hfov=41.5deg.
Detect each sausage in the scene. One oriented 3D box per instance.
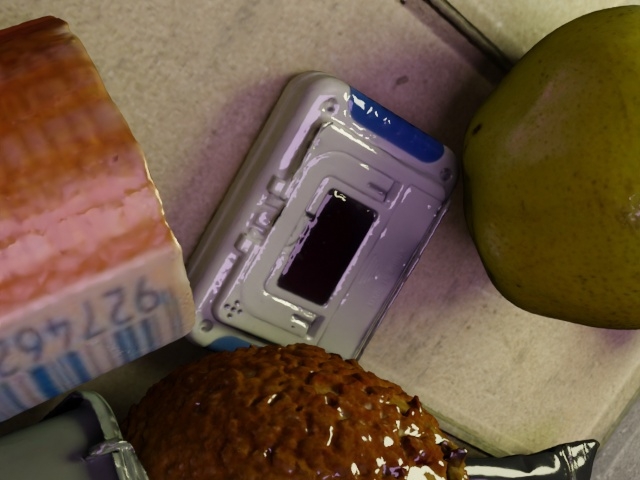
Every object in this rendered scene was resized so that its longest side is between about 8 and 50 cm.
[{"bbox_3d":[-0.251,0.015,0.528,0.287,0.233,0.233,-26,118,-15],"label":"sausage"}]

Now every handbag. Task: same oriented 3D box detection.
[{"bbox_3d":[0.201,0.337,0.950,0.211,0.089,0.254,-1,111,-19],"label":"handbag"}]

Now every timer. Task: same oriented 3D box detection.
[{"bbox_3d":[0.000,0.000,0.730,0.178,0.078,0.253,25,98,-30],"label":"timer"}]

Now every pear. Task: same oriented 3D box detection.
[{"bbox_3d":[0.266,-0.057,0.724,0.294,0.294,0.294,-9,113,-22],"label":"pear"}]

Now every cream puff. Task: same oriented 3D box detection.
[{"bbox_3d":[-0.025,0.197,0.674,0.302,0.212,0.303,5,135,5],"label":"cream puff"}]

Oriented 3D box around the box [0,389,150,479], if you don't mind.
[{"bbox_3d":[-0.222,0.218,0.575,0.135,0.243,0.163,-10,71,-43],"label":"box"}]
